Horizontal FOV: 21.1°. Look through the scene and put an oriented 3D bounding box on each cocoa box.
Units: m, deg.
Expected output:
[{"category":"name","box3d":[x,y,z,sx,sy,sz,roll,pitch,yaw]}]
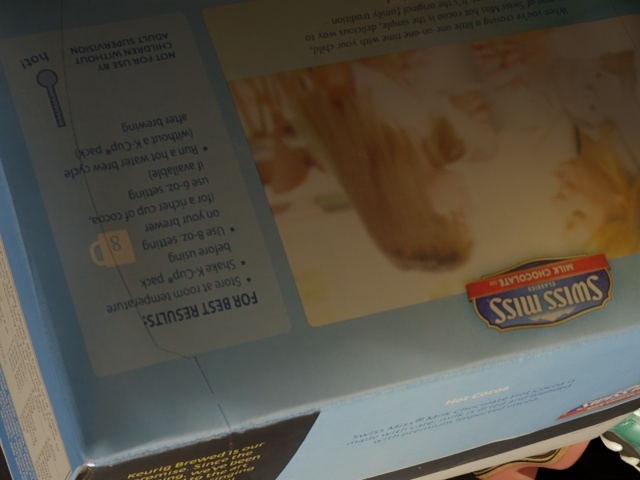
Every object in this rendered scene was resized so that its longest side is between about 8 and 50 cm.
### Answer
[{"category":"cocoa box","box3d":[0.000,0.000,0.837,0.347,0.231,0.228,-12,160,-22]}]

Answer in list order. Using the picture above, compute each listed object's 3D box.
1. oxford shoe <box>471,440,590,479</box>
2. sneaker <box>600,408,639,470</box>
[{"category":"oxford shoe","box3d":[0.128,0.095,1.231,0.130,0.123,0.348,22,153,-2]},{"category":"sneaker","box3d":[0.242,0.139,1.078,0.302,0.108,0.121,30,126,-25]}]
